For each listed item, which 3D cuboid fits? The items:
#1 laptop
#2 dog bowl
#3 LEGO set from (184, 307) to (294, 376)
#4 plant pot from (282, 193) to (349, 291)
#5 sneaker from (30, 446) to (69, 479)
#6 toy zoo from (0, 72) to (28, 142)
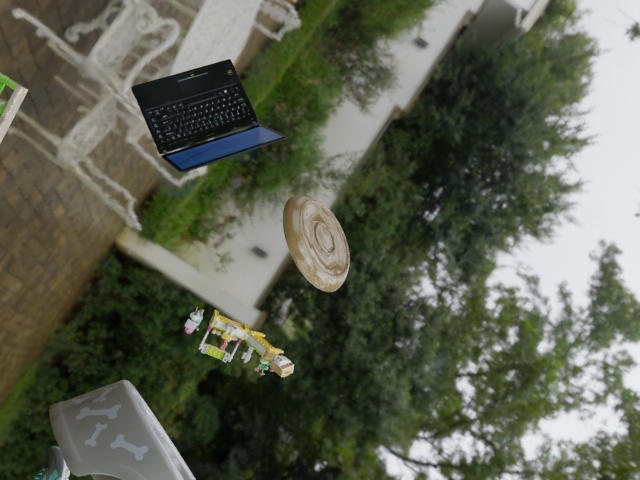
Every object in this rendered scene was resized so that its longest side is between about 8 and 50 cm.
[{"bbox_3d":[-0.236,-0.267,1.544,0.234,0.264,0.136,-21,170,-20],"label":"laptop"},{"bbox_3d":[-0.219,0.337,0.976,0.102,0.348,0.349,-32,179,-16],"label":"dog bowl"},{"bbox_3d":[-0.197,0.268,1.786,0.107,0.287,0.132,-63,171,7],"label":"LEGO set"},{"bbox_3d":[0.000,0.000,1.671,0.032,0.236,0.236,-23,-157,29],"label":"plant pot"},{"bbox_3d":[-0.476,0.423,1.254,0.065,0.076,0.166,-38,-141,29],"label":"sneaker"},{"bbox_3d":[-0.831,-0.333,1.680,0.192,0.293,0.030,-60,173,6],"label":"toy zoo"}]
